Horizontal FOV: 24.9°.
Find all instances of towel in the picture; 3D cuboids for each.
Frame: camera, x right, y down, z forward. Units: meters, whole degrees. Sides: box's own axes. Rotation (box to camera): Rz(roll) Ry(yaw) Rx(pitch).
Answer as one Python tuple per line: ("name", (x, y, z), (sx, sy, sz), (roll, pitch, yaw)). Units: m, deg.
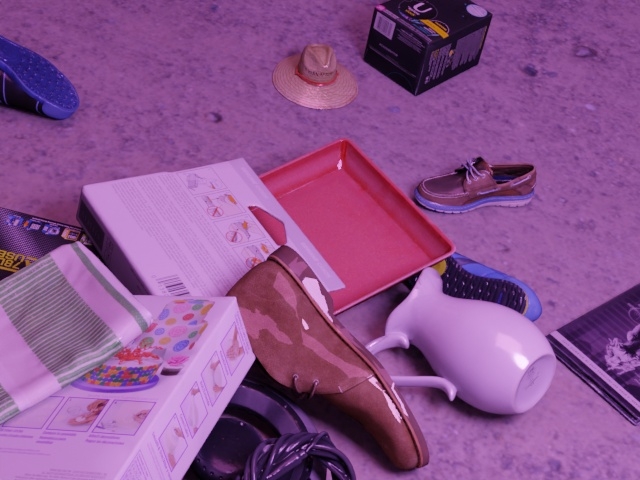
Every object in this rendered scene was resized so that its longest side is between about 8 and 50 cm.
("towel", (-0.362, 0.122, 1.582), (0.325, 0.038, 0.248), (-29, 32, -18))

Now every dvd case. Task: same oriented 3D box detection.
("dvd case", (0.421, 0.140, 1.886), (0.221, 0.018, 0.164), (-24, 53, -35))

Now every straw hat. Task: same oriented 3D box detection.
("straw hat", (-0.004, -0.268, 2.216), (0.144, 0.061, 0.144), (7, 40, -6))

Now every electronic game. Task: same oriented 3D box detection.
("electronic game", (-0.104, 0.240, 1.618), (0.229, 0.048, 0.229), (11, 45, -11))

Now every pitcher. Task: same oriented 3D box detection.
("pitcher", (0.164, 0.142, 1.759), (0.207, 0.125, 0.178), (30, 64, 35))

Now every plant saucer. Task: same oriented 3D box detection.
("plant saucer", (0.000, 0.000, 1.894), (0.259, 0.048, 0.258), (-26, 52, -23))

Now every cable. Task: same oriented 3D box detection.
("cable", (-0.027, 0.283, 1.551), (0.150, 0.047, 0.184), (30, 54, -16))

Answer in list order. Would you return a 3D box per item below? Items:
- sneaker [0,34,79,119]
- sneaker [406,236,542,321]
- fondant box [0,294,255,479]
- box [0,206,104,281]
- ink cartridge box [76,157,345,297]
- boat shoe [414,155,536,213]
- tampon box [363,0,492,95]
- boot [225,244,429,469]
("sneaker", (-0.457, -0.231, 2.059), (0.232, 0.090, 0.081), (33, 39, -8))
("sneaker", (0.195, 0.058, 1.902), (0.209, 0.069, 0.082), (25, 5, 29))
("fondant box", (-0.244, 0.190, 1.540), (0.238, 0.096, 0.330), (0, 36, 26))
("box", (-0.378, 0.039, 1.785), (0.190, 0.045, 0.184), (15, 37, 2))
("ink cartridge box", (-0.141, 0.015, 1.816), (0.239, 0.060, 0.275), (-12, 47, -33))
("boat shoe", (0.221, -0.086, 2.058), (0.183, 0.066, 0.066), (-6, 44, -21))
("tampon box", (0.170, -0.323, 2.290), (0.120, 0.101, 0.161), (38, 46, 26))
("boot", (0.004, 0.158, 1.675), (0.115, 0.112, 0.305), (-36, 80, -21))
